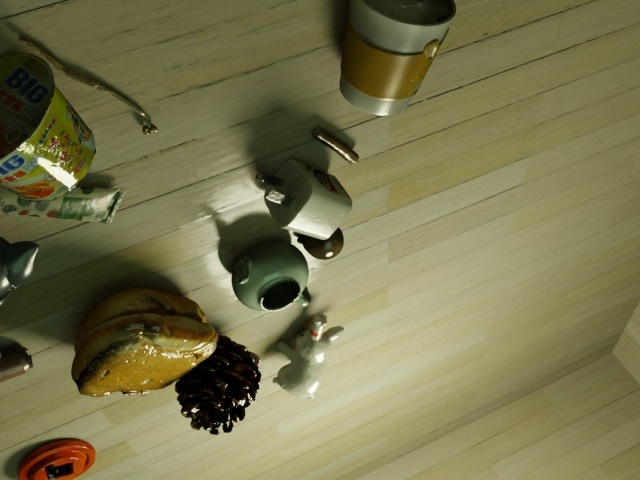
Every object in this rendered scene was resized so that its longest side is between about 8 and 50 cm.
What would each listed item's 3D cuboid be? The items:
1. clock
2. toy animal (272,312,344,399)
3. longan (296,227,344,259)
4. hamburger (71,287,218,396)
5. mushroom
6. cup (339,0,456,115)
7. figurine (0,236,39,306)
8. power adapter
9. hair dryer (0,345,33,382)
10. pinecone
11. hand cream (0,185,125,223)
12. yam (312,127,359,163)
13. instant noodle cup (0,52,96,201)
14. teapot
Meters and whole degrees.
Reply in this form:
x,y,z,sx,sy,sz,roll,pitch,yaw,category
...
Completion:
x,y,z,sx,sy,sz,roll,pitch,yaw,category
-0.737,0.630,1.796,0.205,0.051,0.205,-19,142,-15,clock
-0.034,0.322,1.885,0.141,0.138,0.282,1,110,-46,toy animal
0.000,0.000,1.566,0.119,0.106,0.106,-3,154,29,longan
-0.412,0.243,1.481,0.284,0.174,0.304,-44,141,19,hamburger
-0.378,-0.257,1.074,0.026,0.028,0.286,-1,156,33,mushroom
0.143,-0.376,1.194,0.241,0.185,0.226,-44,161,-39,cup
-0.651,0.091,1.182,0.193,0.140,0.265,17,100,-24,figurine
-0.052,-0.095,1.386,0.205,0.130,0.125,16,123,-46,power adapter
-0.703,0.235,1.372,0.117,0.064,0.181,-19,136,-17,hair dryer
-0.270,0.371,1.675,0.224,0.272,0.224,4,115,7,pinecone
-0.499,-0.073,1.169,0.276,0.059,0.095,3,133,-43,hand cream
0.035,-0.208,1.402,0.032,0.032,0.145,-45,142,17,yam
-0.461,-0.164,0.993,0.205,0.205,0.153,-31,153,-1,instant noodle cup
-0.117,0.094,1.555,0.193,0.129,0.294,-42,141,15,teapot
